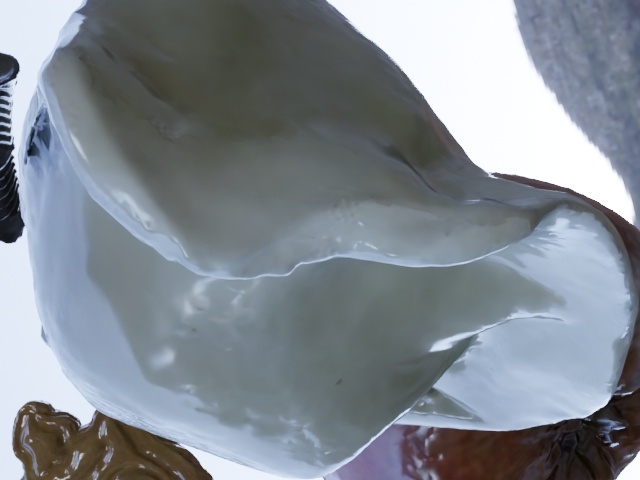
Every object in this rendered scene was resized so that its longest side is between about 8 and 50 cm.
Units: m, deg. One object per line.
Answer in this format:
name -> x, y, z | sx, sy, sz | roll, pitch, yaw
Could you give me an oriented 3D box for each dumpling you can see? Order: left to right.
dumpling -> 0.000, 0.000, 0.476 | 0.318, 0.242, 0.187 | 92, -165, -73

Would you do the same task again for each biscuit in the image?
biscuit -> -0.271, 0.360, 1.562 | 0.376, 0.269, 0.051 | 48, -174, 3

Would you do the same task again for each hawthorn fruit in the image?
hawthorn fruit -> 0.085, 0.079, 0.731 | 0.231, 0.263, 0.235 | 46, -125, -20

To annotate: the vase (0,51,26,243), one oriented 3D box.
vase -> -0.404, -0.113, 1.451 | 0.115, 0.115, 0.237 | -46, -25, -44
